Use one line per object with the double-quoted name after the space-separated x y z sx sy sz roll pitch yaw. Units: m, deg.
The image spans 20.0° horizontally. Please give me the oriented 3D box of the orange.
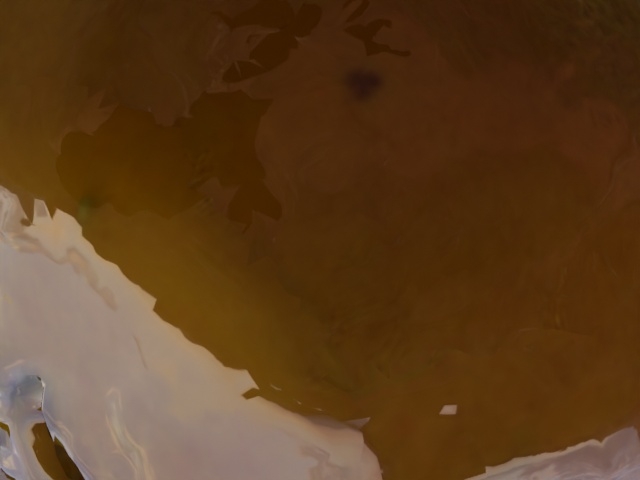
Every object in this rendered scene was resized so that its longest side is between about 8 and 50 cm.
0.000 0.000 0.624 0.312 0.312 0.312 10 -132 -12 "orange"
